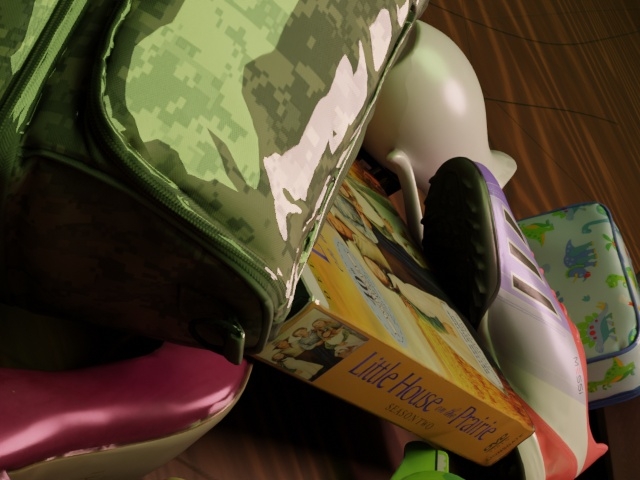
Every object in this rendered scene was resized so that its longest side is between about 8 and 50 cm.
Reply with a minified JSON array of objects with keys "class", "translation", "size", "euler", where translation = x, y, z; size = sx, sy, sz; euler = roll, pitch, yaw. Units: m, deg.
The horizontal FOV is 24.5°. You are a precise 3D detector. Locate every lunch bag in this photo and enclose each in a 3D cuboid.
[{"class":"lunch bag","translation":[0.231,0.071,1.471],"size":[0.219,0.176,0.090],"euler":[-95,162,-45]},{"class":"lunch bag","translation":[-0.091,-0.101,0.837],"size":[0.256,0.212,0.305],"euler":[23,59,0]}]

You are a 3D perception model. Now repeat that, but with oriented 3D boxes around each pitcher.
[{"class":"pitcher","translation":[0.095,-0.088,1.378],"size":[0.207,0.125,0.177],"euler":[55,41,-37]}]

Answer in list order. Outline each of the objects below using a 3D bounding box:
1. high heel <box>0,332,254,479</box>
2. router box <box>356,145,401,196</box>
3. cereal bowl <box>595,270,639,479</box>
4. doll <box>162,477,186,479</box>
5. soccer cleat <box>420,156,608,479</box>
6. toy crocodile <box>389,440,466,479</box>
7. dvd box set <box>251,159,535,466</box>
[{"class":"high heel","translation":[-0.157,0.073,0.829],"size":[0.181,0.127,0.377],"euler":[50,22,-4]},{"class":"router box","translation":[0.025,-0.139,1.475],"size":[0.133,0.046,0.179],"euler":[41,31,-33]},{"class":"cereal bowl","translation":[0.368,0.187,1.562],"size":[0.339,0.141,0.339],"euler":[-9,90,-83]},{"class":"doll","translation":[-0.103,0.225,0.837],"size":[0.129,0.046,0.189],"euler":[55,30,-29]},{"class":"soccer cleat","translation":[0.175,0.072,1.323],"size":[0.116,0.109,0.318],"euler":[-18,100,-24]},{"class":"toy crocodile","translation":[0.056,0.265,1.031],"size":[0.340,0.105,0.115],"euler":[-80,172,-57]},{"class":"dvd box set","translation":[0.000,0.000,1.119],"size":[0.420,0.062,0.307],"euler":[34,21,-57]}]
